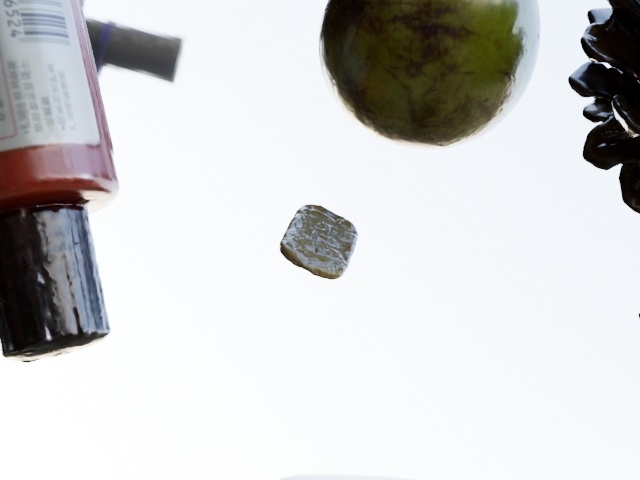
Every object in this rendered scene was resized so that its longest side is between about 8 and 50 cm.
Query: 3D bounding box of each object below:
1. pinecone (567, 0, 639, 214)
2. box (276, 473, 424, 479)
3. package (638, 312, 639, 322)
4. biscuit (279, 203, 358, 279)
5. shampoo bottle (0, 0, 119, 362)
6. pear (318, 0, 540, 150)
[{"bbox_3d":[0.456,-0.172,1.165,0.398,0.398,0.398,7,-28,4],"label":"pinecone"},{"bbox_3d":[0.084,0.310,1.169,0.263,0.108,0.404,5,-5,-17],"label":"box"},{"bbox_3d":[0.310,0.139,0.621,0.165,0.311,0.221,-9,-18,-18],"label":"package"},{"bbox_3d":[0.000,0.000,1.140,0.071,0.147,0.018,27,-64,-1],"label":"biscuit"},{"bbox_3d":[-0.174,-0.071,0.641,0.104,0.278,0.104,-13,-8,-2],"label":"shampoo bottle"},{"bbox_3d":[0.128,-0.248,1.353,0.283,0.283,0.283,7,-28,4],"label":"pear"}]
